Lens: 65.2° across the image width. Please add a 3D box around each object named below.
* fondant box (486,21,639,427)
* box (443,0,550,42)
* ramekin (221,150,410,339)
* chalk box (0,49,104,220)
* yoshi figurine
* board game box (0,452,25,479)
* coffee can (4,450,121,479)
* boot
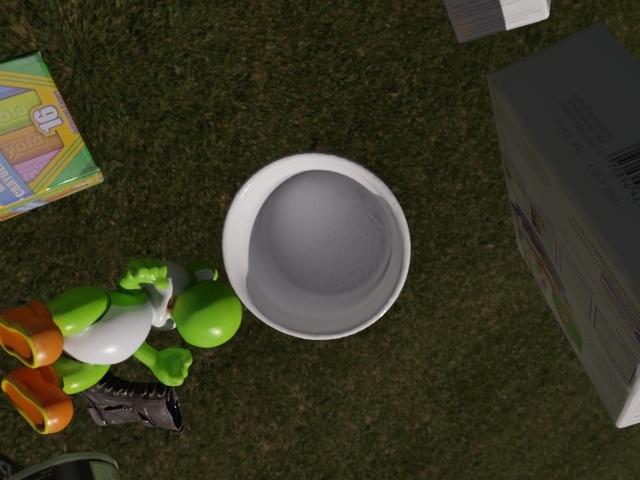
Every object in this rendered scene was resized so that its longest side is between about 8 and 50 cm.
[{"bbox_3d":[0.262,0.015,0.454,0.096,0.238,0.330,-24,145,12],"label":"fondant box"},{"bbox_3d":[0.193,-0.293,0.547,0.087,0.102,0.101,51,48,-38],"label":"box"},{"bbox_3d":[0.000,0.000,0.779,0.277,0.135,0.277,2,101,10],"label":"ramekin"},{"bbox_3d":[-0.357,-0.084,0.517,0.213,0.132,0.132,-27,102,-17],"label":"chalk box"},{"bbox_3d":[-0.252,0.125,0.743,0.203,0.204,0.362,59,35,2],"label":"yoshi figurine"},{"bbox_3d":[-0.607,0.487,0.948,0.042,0.165,0.243,-32,134,-13],"label":"board game box"},{"bbox_3d":[-0.350,0.476,0.697,0.202,0.275,0.201,-23,139,-22],"label":"coffee can"},{"bbox_3d":[-0.435,0.333,1.135,0.229,0.091,0.262,-5,121,19],"label":"boot"}]
